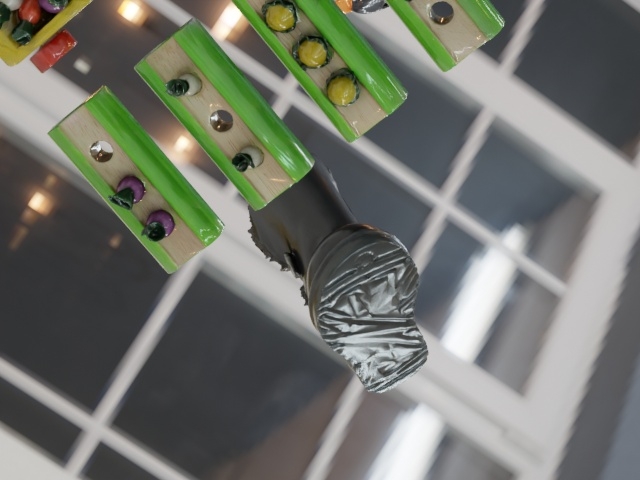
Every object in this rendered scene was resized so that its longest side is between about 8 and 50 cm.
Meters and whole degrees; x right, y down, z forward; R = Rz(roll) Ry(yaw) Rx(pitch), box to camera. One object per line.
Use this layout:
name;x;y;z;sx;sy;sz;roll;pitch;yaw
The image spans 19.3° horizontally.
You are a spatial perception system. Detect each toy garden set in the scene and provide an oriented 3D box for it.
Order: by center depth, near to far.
toy garden set;-0.060;-0.119;1.018;0.244;0.204;0.049;-36;-168;19

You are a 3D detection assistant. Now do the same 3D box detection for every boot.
boot;0.000;0.000;1.594;0.094;0.207;0.246;-32;151;-4

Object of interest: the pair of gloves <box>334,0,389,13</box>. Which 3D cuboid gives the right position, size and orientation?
pair of gloves;0.042;-0.208;1.475;0.074;0.010;0.083;-21;147;-11
